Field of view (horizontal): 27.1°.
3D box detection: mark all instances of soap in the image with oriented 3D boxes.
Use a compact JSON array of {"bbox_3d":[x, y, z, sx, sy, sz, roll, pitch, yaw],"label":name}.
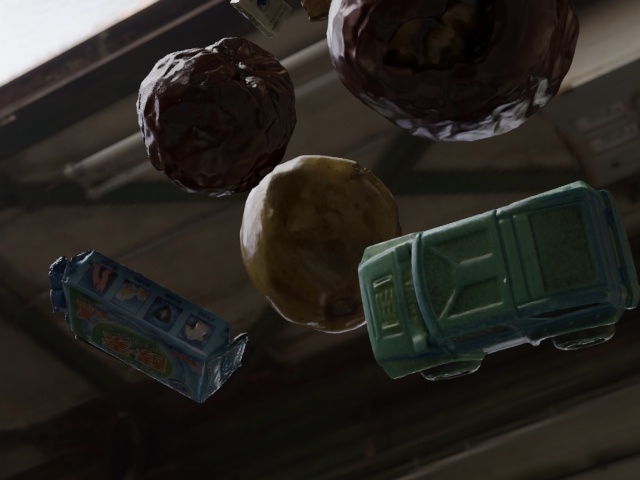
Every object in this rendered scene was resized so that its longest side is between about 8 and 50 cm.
[{"bbox_3d":[-0.246,0.119,1.858,0.077,0.293,0.156,-57,-12,-31],"label":"soap"}]

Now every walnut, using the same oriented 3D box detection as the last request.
[{"bbox_3d":[0.131,-0.206,1.184,0.221,0.244,0.269,32,-168,1],"label":"walnut"}]

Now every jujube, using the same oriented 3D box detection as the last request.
[{"bbox_3d":[-0.143,-0.167,1.801,0.213,0.213,0.232,64,-158,-7],"label":"jujube"}]

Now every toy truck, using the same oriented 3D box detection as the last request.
[{"bbox_3d":[0.173,0.042,1.337,0.156,0.278,0.155,16,-119,-60],"label":"toy truck"}]

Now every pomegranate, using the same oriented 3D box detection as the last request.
[{"bbox_3d":[0.000,0.000,1.934,0.260,0.260,0.260,47,-151,-38],"label":"pomegranate"}]

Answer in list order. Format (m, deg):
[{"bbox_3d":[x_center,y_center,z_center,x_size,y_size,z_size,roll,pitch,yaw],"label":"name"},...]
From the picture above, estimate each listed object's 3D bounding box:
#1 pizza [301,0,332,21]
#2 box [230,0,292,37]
[{"bbox_3d":[0.019,-0.335,1.327,0.053,0.201,0.193,-27,-93,-41],"label":"pizza"},{"bbox_3d":[-0.086,-0.342,1.944,0.083,0.024,0.054,39,-105,-33],"label":"box"}]
